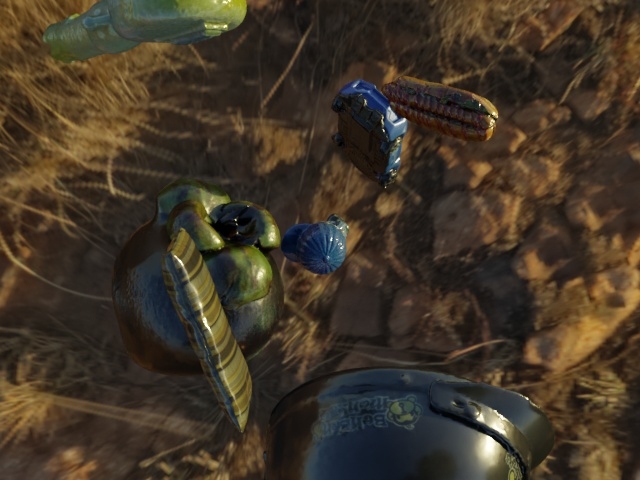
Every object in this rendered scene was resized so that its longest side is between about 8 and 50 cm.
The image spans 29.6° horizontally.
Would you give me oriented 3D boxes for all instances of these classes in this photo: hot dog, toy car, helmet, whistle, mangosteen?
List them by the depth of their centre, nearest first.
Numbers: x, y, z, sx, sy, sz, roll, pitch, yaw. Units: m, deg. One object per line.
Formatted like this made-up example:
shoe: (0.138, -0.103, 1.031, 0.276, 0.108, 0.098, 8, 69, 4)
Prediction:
whistle: (-0.144, -0.169, 0.951, 0.198, 0.104, 0.057, -10, 89, 39)
helmet: (0.075, 0.237, 1.127, 0.278, 0.230, 0.160, -5, 46, 18)
hot dog: (0.137, -0.155, 1.414, 0.144, 0.038, 0.062, 21, 122, 21)
mangosteen: (-0.149, 0.049, 1.495, 0.242, 0.243, 0.243, 0, 83, -3)
toy car: (0.068, -0.137, 1.562, 0.103, 0.216, 0.063, 43, 80, 12)

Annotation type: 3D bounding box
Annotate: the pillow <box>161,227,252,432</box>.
pillow: (-0.116, 0.092, 1.261, 0.038, 0.113, 0.203, -19, 103, 6)

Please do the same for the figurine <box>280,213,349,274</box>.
figurine: (0.006, 0.007, 1.608, 0.077, 0.136, 0.079, -43, 79, 18)
